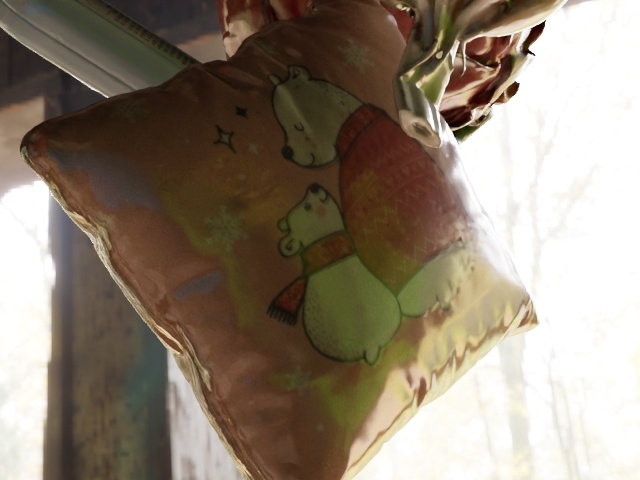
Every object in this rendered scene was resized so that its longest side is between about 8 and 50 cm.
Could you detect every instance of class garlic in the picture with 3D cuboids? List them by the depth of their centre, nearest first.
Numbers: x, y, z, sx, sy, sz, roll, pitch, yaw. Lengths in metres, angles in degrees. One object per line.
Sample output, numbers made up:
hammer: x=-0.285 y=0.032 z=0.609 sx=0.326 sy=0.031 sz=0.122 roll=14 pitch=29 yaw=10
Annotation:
garlic: x=0.060 y=-0.139 z=0.592 sx=0.131 sy=0.194 sz=0.127 roll=25 pitch=-21 yaw=-6

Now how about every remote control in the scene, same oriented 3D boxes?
remote control: x=-0.098 y=-0.099 z=0.812 sx=0.244 sy=0.087 sz=0.047 roll=32 pitch=-78 yaw=-12

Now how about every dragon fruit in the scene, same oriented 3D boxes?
dragon fruit: x=0.043 y=-0.192 z=0.934 sx=0.244 sy=0.244 sz=0.299 roll=-3 pitch=-54 yaw=-5

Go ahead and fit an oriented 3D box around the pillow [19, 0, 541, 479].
pillow: x=0.000 y=0.000 z=0.633 sx=0.236 sy=0.223 sz=0.084 roll=-32 pitch=4 yaw=-38
